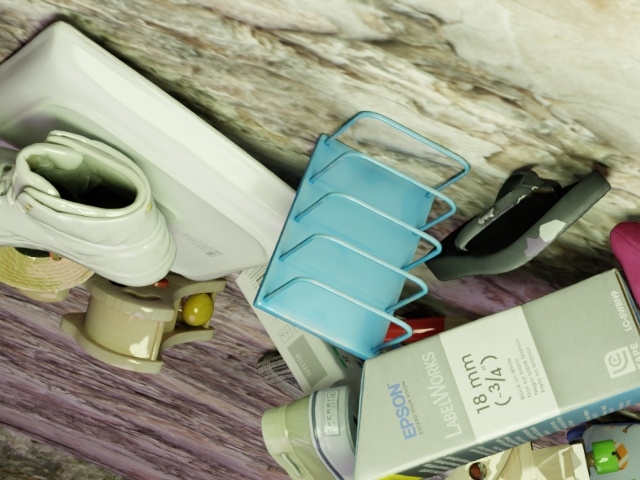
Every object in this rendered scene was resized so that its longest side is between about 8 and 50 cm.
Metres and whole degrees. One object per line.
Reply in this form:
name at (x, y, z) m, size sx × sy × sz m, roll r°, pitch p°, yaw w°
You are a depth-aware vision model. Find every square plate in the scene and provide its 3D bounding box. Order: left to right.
square plate at (-0.179, -0.061, 1.502) m, size 0.344 × 0.049 × 0.347 m, roll 37°, pitch 159°, yaw -19°

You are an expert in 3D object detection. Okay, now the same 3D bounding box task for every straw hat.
straw hat at (-0.294, -0.012, 1.628) m, size 0.144 × 0.061 × 0.144 m, roll 0°, pitch 140°, yaw 0°

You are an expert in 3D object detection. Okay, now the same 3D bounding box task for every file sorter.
file sorter at (0.040, -0.005, 1.292) m, size 0.118 × 0.170 × 0.104 m, roll 27°, pitch 157°, yaw -14°

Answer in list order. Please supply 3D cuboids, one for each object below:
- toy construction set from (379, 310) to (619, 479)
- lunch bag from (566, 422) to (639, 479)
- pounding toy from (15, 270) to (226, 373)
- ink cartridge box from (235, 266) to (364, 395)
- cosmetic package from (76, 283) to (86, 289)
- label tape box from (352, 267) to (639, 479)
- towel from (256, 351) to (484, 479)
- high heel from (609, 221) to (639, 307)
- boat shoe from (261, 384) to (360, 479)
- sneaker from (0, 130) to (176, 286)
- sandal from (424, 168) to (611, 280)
toy construction set at (0.185, 0.172, 1.608) m, size 0.237 × 0.257 × 0.309 m, roll -5°, pitch 147°, yaw 14°
lunch bag at (0.432, 0.297, 1.781) m, size 0.243 × 0.115 × 0.303 m, roll 30°, pitch 159°, yaw -30°
pounding toy at (-0.204, 0.052, 1.756) m, size 0.154 × 0.154 × 0.269 m, roll 23°, pitch -165°, yaw 31°
ink cartridge box at (0.019, 0.116, 1.697) m, size 0.225 × 0.056 × 0.181 m, roll 23°, pitch -152°, yaw -56°
cosmetic package at (-0.342, -0.035, 1.761) m, size 0.117 × 0.085 × 0.231 m, roll 13°, pitch 158°, yaw 25°
label tape box at (0.124, 0.143, 1.357) m, size 0.334 × 0.106 × 0.240 m, roll -21°, pitch 167°, yaw 6°
towel at (0.075, 0.252, 2.017) m, size 0.324 × 0.056 × 0.312 m, roll 39°, pitch 162°, yaw -11°
high heel at (0.388, 0.087, 1.329) m, size 0.181 × 0.127 × 0.377 m, roll 44°, pitch -177°, yaw 39°
boat shoe at (0.018, 0.227, 1.612) m, size 0.094 × 0.109 × 0.302 m, roll -5°, pitch 150°, yaw 14°
sneaker at (-0.281, -0.059, 1.435) m, size 0.293 × 0.108 × 0.169 m, roll 15°, pitch 157°, yaw 9°
sandal at (0.147, -0.015, 1.280) m, size 0.054 × 0.097 × 0.254 m, roll 53°, pitch 155°, yaw -6°
